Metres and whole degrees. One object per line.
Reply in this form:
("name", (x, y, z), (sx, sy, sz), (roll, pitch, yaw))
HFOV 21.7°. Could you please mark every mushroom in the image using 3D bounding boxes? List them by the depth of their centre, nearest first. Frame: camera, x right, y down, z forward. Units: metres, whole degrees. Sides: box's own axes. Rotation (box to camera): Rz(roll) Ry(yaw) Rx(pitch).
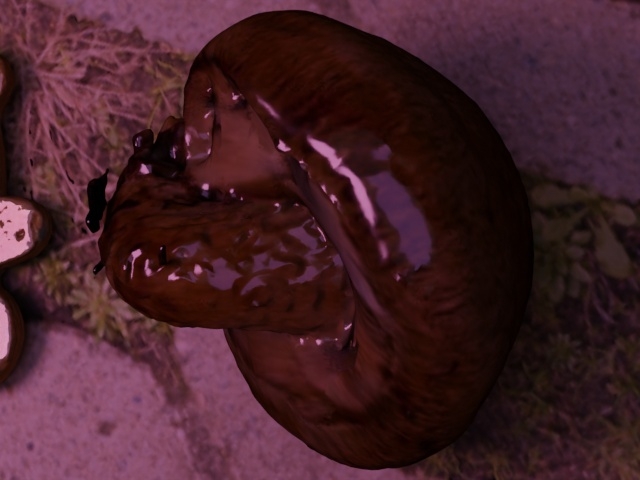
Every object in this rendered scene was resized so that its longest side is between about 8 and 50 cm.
("mushroom", (0.000, -0.007, 1.001), (0.283, 0.195, 0.263), (16, 126, 22))

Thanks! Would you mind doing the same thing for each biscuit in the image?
("biscuit", (-0.261, -0.008, 1.171), (0.153, 0.030, 0.234), (-17, 81, 16))
